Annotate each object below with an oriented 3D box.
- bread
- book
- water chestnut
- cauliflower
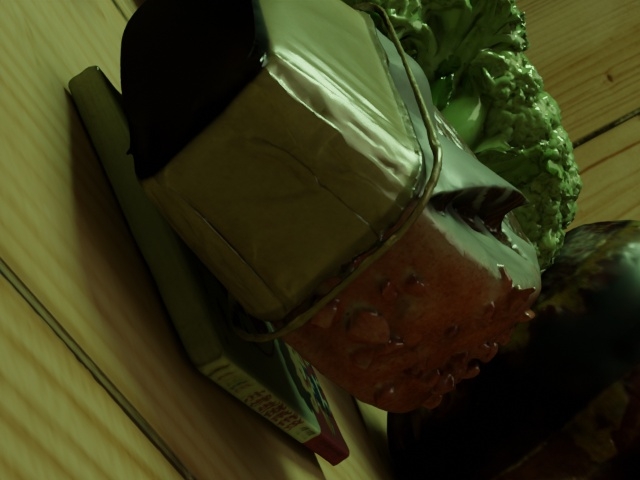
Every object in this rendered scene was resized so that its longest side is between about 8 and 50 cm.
[{"bbox_3d":[0.002,-0.023,0.760,0.212,0.142,0.224,44,15,-27],"label":"bread"},{"bbox_3d":[-0.050,0.022,0.835,0.162,0.022,0.232,63,4,23],"label":"book"},{"bbox_3d":[0.206,0.140,1.207,0.300,0.300,0.300,61,5,-9],"label":"water chestnut"},{"bbox_3d":[0.025,-0.073,1.124,0.250,0.275,0.272,-54,134,-47],"label":"cauliflower"}]
